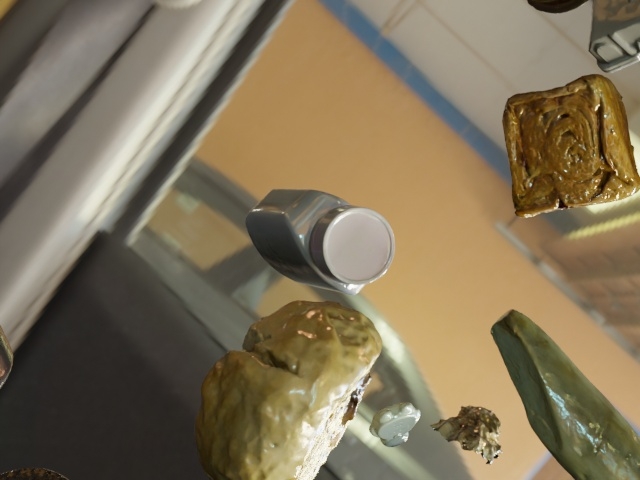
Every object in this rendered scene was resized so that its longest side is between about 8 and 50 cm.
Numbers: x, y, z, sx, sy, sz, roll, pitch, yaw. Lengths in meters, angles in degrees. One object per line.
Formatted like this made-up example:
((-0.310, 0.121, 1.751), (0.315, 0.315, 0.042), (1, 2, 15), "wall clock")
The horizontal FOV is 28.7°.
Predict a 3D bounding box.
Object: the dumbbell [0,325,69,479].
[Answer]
((-0.388, 0.236, 1.334), (0.204, 0.204, 0.322), (37, -31, 60), "dumbbell")

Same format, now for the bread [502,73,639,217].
((0.304, -0.114, 1.537), (0.143, 0.149, 0.158), (-21, 95, -72), "bread")

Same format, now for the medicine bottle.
((0.000, 0.000, 1.791), (0.161, 0.111, 0.296), (47, -12, -15), "medicine bottle")

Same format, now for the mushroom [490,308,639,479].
((0.331, 0.236, 1.605), (0.333, 0.107, 0.087), (47, -26, 5), "mushroom")

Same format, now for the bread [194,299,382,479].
((-0.038, 0.163, 1.285), (0.134, 0.244, 0.244), (29, -6, 13), "bread")

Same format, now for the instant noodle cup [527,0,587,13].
((0.291, -0.448, 1.715), (0.091, 0.274, 0.274), (-7, 28, -31), "instant noodle cup")

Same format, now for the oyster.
((0.263, 0.323, 2.142), (0.133, 0.072, 0.209), (24, 3, 25), "oyster")

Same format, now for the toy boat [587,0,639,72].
((0.338, -0.273, 1.174), (0.141, 0.269, 0.141), (19, -33, 13), "toy boat")

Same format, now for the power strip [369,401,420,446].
((0.073, 0.182, 1.275), (0.083, 0.055, 0.035), (85, -16, -60), "power strip")
